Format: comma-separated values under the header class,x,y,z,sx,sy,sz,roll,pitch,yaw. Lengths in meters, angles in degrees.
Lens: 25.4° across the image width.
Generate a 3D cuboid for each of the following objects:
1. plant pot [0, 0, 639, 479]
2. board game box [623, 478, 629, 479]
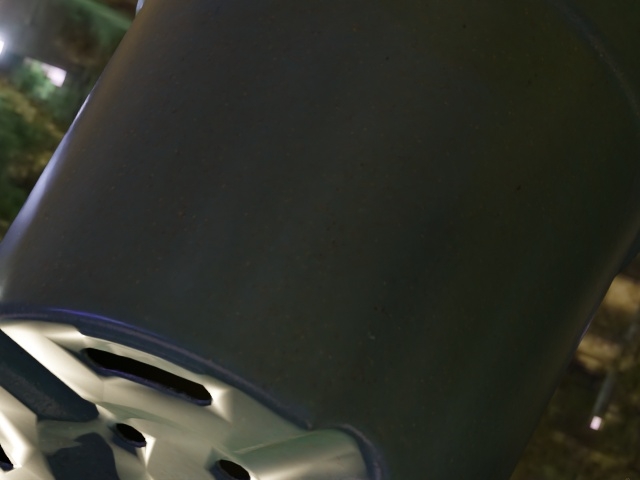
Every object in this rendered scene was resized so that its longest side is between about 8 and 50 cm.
class,x,y,z,sx,sy,sz,roll,pitch,yaw
plant pot,0.000,0.000,0.727,0.341,0.334,0.341,19,144,15
board game box,0.188,0.251,0.574,0.305,0.053,0.193,54,-162,11
